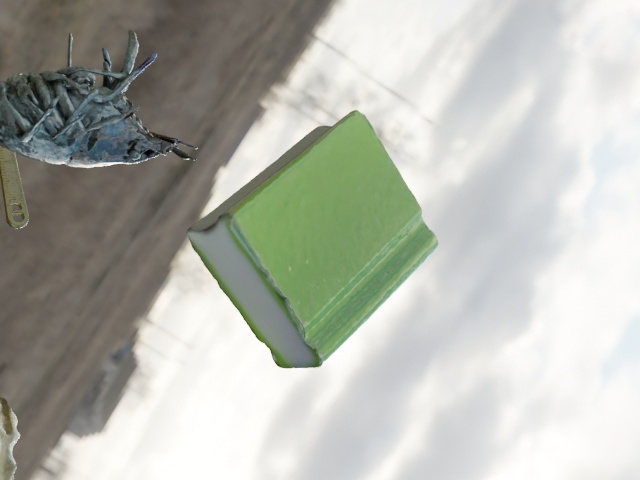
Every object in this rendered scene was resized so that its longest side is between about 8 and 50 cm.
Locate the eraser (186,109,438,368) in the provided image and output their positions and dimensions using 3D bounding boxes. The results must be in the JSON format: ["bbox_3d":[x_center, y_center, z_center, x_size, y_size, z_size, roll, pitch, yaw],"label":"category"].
[{"bbox_3d":[0.000,0.000,1.619,0.092,0.210,0.274,-20,-162,44],"label":"eraser"}]

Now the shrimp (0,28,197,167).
[{"bbox_3d":[-0.350,-0.171,1.717,0.221,0.411,0.166,-74,165,-75],"label":"shrimp"}]

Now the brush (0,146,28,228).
[{"bbox_3d":[-0.434,-0.117,1.963,0.010,0.082,0.218,-33,-114,47],"label":"brush"}]

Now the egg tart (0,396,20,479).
[{"bbox_3d":[-0.397,0.335,1.313,0.443,0.178,0.443,-36,-148,27],"label":"egg tart"}]
